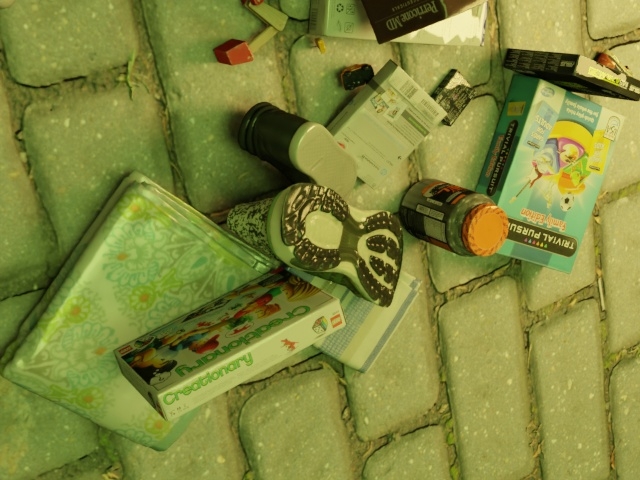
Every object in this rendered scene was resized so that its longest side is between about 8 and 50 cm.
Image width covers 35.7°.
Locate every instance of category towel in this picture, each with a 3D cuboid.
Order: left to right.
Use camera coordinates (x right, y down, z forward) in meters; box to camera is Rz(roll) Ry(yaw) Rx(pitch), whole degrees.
[{"bbox_3d":[-0.273,0.119,1.574,0.320,0.090,0.374,36,84,-31],"label":"towel"},{"bbox_3d":[0.038,0.101,1.793,0.285,0.034,0.209,33,88,-32],"label":"towel"}]

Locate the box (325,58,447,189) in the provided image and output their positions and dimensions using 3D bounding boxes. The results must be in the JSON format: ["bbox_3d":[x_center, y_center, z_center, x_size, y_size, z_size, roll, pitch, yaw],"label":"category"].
[{"bbox_3d":[0.107,-0.196,1.711,0.186,0.038,0.145,-48,126,9],"label":"box"}]

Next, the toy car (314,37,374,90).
[{"bbox_3d":[0.041,-0.307,1.667,0.060,0.040,0.122,-34,124,5],"label":"toy car"}]

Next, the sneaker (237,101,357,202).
[{"bbox_3d":[-0.038,-0.140,1.640,0.104,0.147,0.296,-57,155,-8],"label":"sneaker"}]

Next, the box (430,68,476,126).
[{"bbox_3d":[0.240,-0.261,1.819,0.067,0.018,0.083,42,80,-33],"label":"box"}]

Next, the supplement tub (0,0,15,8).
[{"bbox_3d":[-0.425,-0.479,1.207,0.241,0.241,0.331,24,91,-35],"label":"supplement tub"}]

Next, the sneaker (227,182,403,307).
[{"bbox_3d":[0.000,0.000,1.646,0.410,0.182,0.158,31,71,-52],"label":"sneaker"}]

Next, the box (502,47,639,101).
[{"bbox_3d":[0.469,-0.308,1.844,0.184,0.191,0.045,9,98,-34],"label":"box"}]

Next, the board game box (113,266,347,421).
[{"bbox_3d":[-0.137,0.147,1.495,0.305,0.193,0.053,-27,115,-22],"label":"board game box"}]

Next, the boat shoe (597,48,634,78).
[{"bbox_3d":[0.610,-0.337,2.011,0.137,0.049,0.043,26,87,-30],"label":"boat shoe"}]

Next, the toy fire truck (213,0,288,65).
[{"bbox_3d":[-0.092,-0.370,1.563,0.192,0.047,0.135,-31,119,-22],"label":"toy fire truck"}]

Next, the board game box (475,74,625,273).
[{"bbox_3d":[0.437,-0.124,1.946,0.254,0.079,0.336,14,96,-34],"label":"board game box"}]

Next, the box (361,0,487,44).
[{"bbox_3d":[0.113,-0.511,1.506,0.143,0.191,0.381,-30,102,-27],"label":"box"}]

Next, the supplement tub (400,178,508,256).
[{"bbox_3d":[0.241,-0.039,1.781,0.117,0.190,0.117,-10,109,-30],"label":"supplement tub"}]

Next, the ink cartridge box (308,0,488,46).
[{"bbox_3d":[0.140,-0.419,1.684,0.333,0.065,0.165,-1,104,-30],"label":"ink cartridge box"}]
